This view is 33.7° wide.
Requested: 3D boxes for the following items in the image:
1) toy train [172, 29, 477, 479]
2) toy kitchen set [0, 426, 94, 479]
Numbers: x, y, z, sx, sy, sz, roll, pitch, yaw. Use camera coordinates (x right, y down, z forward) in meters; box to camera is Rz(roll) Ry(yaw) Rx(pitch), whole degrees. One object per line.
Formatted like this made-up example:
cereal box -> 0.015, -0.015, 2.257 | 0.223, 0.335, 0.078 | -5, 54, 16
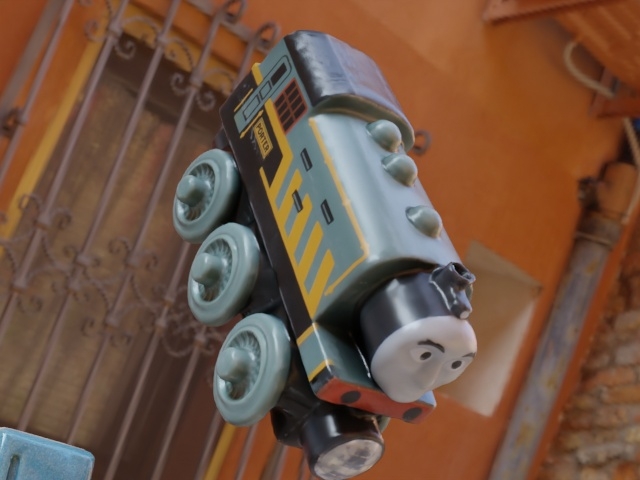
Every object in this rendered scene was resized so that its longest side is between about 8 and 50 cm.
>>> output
toy train -> 0.000, 0.000, 0.760 | 0.142, 0.190, 0.334 | 21, 34, -35
toy kitchen set -> -0.057, 0.167, 0.514 | 0.207, 0.122, 0.166 | 24, -31, -32
